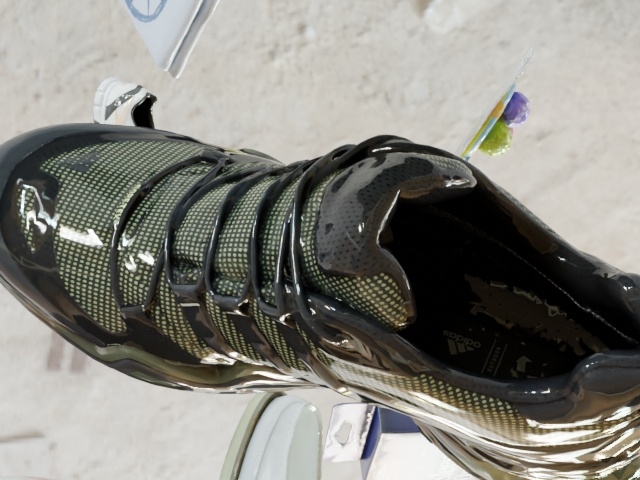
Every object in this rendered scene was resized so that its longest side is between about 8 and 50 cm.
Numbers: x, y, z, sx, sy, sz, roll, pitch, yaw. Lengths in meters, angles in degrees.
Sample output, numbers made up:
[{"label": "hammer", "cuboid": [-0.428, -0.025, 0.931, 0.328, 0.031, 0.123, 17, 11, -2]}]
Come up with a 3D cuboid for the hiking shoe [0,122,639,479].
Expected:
[{"label": "hiking shoe", "cuboid": [0.000, 0.000, 0.374, 0.227, 0.086, 0.114, 17, 151, 8]}]

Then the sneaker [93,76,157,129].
[{"label": "sneaker", "cuboid": [-0.145, -0.064, 0.956, 0.044, 0.040, 0.109, 10, 102, 28]}]

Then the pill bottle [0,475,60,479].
[{"label": "pill bottle", "cuboid": [-0.126, 0.155, 0.520, 0.121, 0.121, 0.221, -6, 170, -9]}]

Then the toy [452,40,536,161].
[{"label": "toy", "cuboid": [0.211, -0.129, 1.637, 0.056, 0.137, 0.237, 37, 117, -3]}]

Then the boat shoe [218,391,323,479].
[{"label": "boat shoe", "cuboid": [-0.023, 0.259, 0.976, 0.103, 0.302, 0.113, -4, 154, 25]}]

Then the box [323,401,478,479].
[{"label": "box", "cuboid": [0.118, 0.185, 1.194, 0.225, 0.036, 0.136, -1, 148, -6]}]

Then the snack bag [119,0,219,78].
[{"label": "snack bag", "cuboid": [-0.142, -0.367, 1.109, 0.037, 0.342, 0.323, -8, 143, -40]}]
